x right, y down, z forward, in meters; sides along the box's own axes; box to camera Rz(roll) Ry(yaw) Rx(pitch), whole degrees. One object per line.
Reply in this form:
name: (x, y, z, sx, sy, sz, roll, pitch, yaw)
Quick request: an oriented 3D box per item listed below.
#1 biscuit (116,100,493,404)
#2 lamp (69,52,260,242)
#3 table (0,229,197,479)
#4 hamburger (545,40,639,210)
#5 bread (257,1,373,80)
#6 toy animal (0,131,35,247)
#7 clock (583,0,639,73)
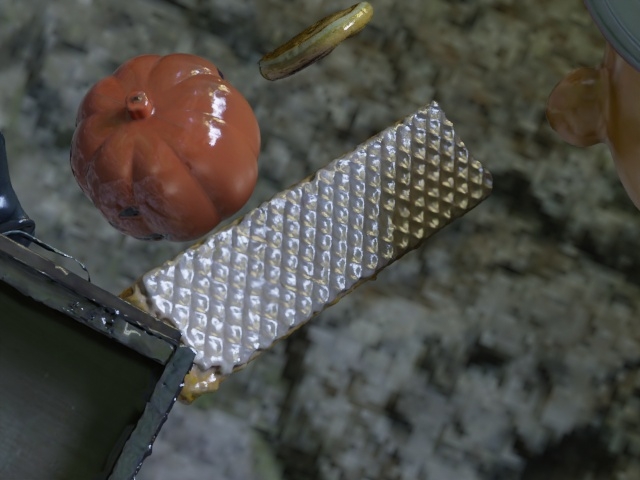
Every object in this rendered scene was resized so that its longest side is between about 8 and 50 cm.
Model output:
biscuit: (0.000, 0.000, 1.409, 0.379, 0.094, 0.054, -32, 179, -45)
lamp: (-0.154, -0.095, 1.904, 0.164, 0.188, 0.187, 61, 41, -56)
table: (-0.172, 0.080, 0.945, 0.172, 0.169, 0.193, -63, -174, -10)
hamburger: (0.308, -0.109, 1.370, 0.237, 0.276, 0.276, 5, -112, 37)
bread: (-0.003, -0.166, 1.625, 0.110, 0.024, 0.110, -32, -170, 6)
toy animal: (-0.417, -0.042, 2.284, 0.114, 0.146, 0.245, 47, -29, 47)
clock: (0.264, -0.201, 1.183, 0.056, 0.244, 0.244, -7, 126, -58)
